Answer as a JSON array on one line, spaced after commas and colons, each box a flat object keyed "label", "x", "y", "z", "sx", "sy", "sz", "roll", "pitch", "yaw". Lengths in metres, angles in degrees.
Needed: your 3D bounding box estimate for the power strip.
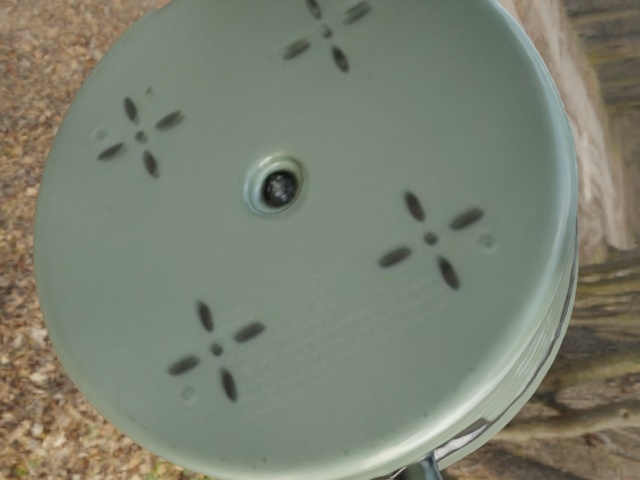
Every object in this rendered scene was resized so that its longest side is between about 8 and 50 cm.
[{"label": "power strip", "x": 0.000, "y": 0.000, "z": 0.512, "sx": 0.161, "sy": 0.357, "sz": 0.358, "roll": 43, "pitch": 48, "yaw": -64}]
